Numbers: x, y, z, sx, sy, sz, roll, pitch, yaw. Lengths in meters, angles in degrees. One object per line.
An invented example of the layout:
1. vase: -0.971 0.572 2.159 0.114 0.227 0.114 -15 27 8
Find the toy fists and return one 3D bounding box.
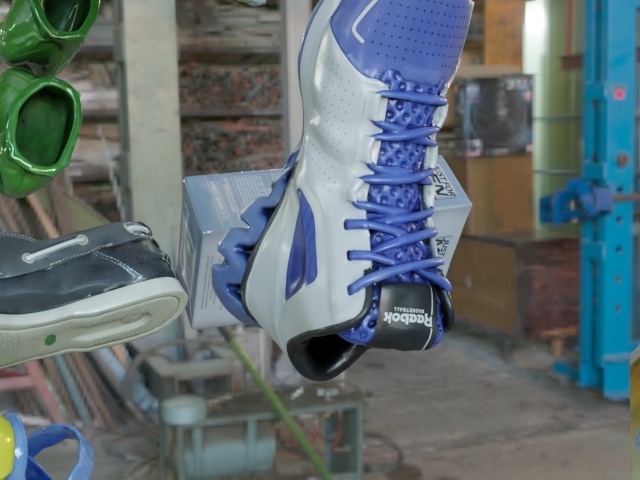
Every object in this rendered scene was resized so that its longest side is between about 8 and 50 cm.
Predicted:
1. toy fists: -0.315 -0.183 1.082 0.096 0.279 0.142 10 -12 -24

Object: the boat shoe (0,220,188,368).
1. boat shoe: -0.205 0.036 0.628 0.233 0.079 0.084 -11 -25 -32

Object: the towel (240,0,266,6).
1. towel: -0.230 -0.377 1.029 0.374 0.090 0.320 20 13 -30

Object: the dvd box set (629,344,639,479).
1. dvd box set: 0.349 0.127 0.716 0.062 0.307 0.420 34 33 -4

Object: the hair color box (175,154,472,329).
1. hair color box: 0.000 0.000 1.352 0.374 0.185 0.113 -6 46 -19

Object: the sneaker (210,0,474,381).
1. sneaker: 0.044 -0.022 0.696 0.127 0.315 0.182 5 31 -36

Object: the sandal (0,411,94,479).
1. sandal: -0.327 0.309 1.061 0.138 0.317 0.126 -3 38 -34
